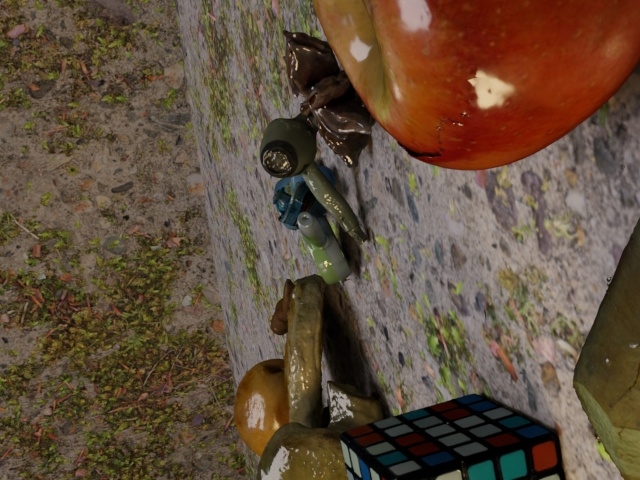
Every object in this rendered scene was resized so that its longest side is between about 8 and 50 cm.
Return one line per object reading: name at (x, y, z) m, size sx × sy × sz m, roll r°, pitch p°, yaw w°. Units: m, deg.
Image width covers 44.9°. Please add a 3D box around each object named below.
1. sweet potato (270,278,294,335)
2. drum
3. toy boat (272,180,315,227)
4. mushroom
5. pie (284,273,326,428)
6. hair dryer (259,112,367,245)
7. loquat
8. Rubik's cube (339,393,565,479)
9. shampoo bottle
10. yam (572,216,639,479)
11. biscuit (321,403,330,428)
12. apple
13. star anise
sweet potato at (-0.069, 0.153, 1.726) m, size 0.281 × 0.059 × 0.067 m, roll 121°, pitch 146°, yaw -68°
drum at (-0.007, -0.017, 1.228) m, size 0.253 × 0.049 × 0.130 m, roll 61°, pitch -176°, yaw -59°
toy boat at (-0.048, -0.060, 1.267) m, size 0.061 × 0.060 × 0.137 m, roll 33°, pitch 163°, yaw 1°
mushroom at (0.029, 0.402, 1.260) m, size 0.217 × 0.212 × 0.292 m, roll 36°, pitch 111°, yaw 51°
pie at (-0.027, 0.219, 1.457) m, size 0.339 × 0.077 × 0.339 m, roll -177°, pitch 90°, yaw -85°
hair dryer at (-0.005, -0.124, 1.214) m, size 0.225 × 0.088 × 0.219 m, roll 41°, pitch -151°, yaw -30°
loquat at (-0.106, 0.389, 1.794) m, size 0.238 × 0.193 × 0.238 m, roll 51°, pitch 150°, yaw 45°
Rubik's cube at (0.143, 0.287, 0.824) m, size 0.184 × 0.187 × 0.182 m, roll -178°, pitch 77°, yaw -72°
shampoo bottle at (-0.029, -0.084, 1.385) m, size 0.258 × 0.061 × 0.104 m, roll 154°, pitch 101°, yaw -74°
yam at (0.229, 0.089, 0.520) m, size 0.106 × 0.106 × 0.259 m, roll -119°, pitch 23°, yaw -47°
biscuit at (0.051, 0.471, 1.513) m, size 0.334 × 0.081 × 0.289 m, roll 93°, pitch 160°, yaw -49°
apple at (0.109, -0.180, 0.547) m, size 0.272 × 0.206 × 0.252 m, roll -139°, pitch 28°, yaw -70°
star anise at (0.011, -0.204, 1.086) m, size 0.209 × 0.089 × 0.231 m, roll 63°, pitch -179°, yaw -21°
